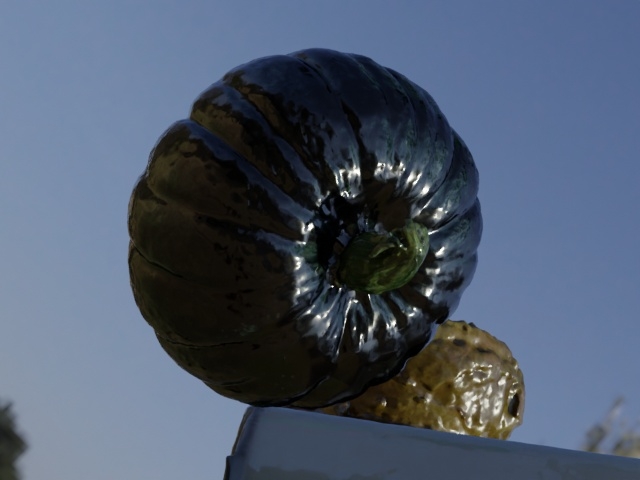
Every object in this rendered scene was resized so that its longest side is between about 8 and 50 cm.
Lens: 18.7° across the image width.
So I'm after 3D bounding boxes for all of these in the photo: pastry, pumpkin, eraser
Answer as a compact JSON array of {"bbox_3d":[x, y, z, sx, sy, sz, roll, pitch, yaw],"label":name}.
[{"bbox_3d":[0.072,0.134,1.804,0.240,0.132,0.235,7,-5,28],"label":"pastry"},{"bbox_3d":[-0.007,-0.004,1.004,0.194,0.194,0.150,65,4,-48],"label":"pumpkin"},{"bbox_3d":[0.076,0.217,1.272,0.290,0.189,0.104,8,-27,11],"label":"eraser"}]
